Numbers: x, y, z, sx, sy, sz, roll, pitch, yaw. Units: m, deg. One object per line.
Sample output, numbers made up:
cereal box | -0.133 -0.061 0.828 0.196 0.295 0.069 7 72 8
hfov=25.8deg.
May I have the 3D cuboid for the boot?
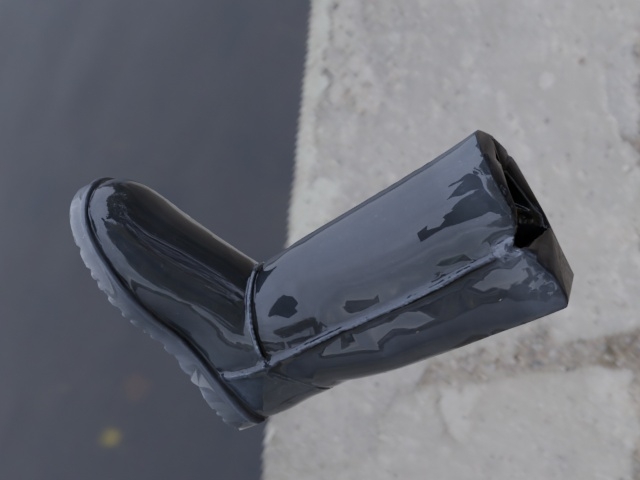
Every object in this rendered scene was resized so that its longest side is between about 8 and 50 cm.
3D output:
boot | 0.001 0.001 1.513 0.445 0.367 0.146 -23 30 31
